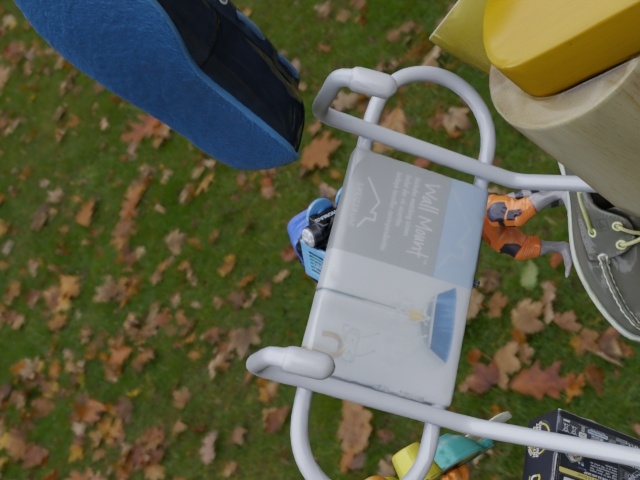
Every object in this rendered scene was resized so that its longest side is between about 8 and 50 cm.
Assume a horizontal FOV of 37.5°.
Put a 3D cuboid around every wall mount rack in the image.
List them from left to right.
[{"bbox_3d":[0.120,0.029,0.672,0.130,0.304,0.350,140,145,-71],"label":"wall mount rack"}]

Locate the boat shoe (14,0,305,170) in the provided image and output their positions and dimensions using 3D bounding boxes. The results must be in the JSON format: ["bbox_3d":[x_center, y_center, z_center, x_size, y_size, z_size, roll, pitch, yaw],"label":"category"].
[{"bbox_3d":[-0.102,-0.138,0.605,0.109,0.258,0.089,-4,62,27],"label":"boat shoe"}]

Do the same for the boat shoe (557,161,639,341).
[{"bbox_3d":[0.327,-0.037,1.028,0.109,0.091,0.305,-14,86,-2],"label":"boat shoe"}]

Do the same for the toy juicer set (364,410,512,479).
[{"bbox_3d":[0.197,0.404,1.627,0.209,0.329,0.089,-46,66,32],"label":"toy juicer set"}]

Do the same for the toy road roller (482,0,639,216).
[{"bbox_3d":[0.265,-0.183,0.554,0.329,0.202,0.240,-28,46,37],"label":"toy road roller"}]

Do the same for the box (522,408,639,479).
[{"bbox_3d":[0.507,0.487,1.531,0.097,0.395,0.318,-42,30,57],"label":"box"}]

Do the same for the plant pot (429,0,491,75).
[{"bbox_3d":[0.245,-0.207,0.750,0.212,0.187,0.212,-50,1,35],"label":"plant pot"}]

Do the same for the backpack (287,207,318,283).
[{"bbox_3d":[0.000,0.000,1.519,0.098,0.120,0.101,-35,40,2],"label":"backpack"}]

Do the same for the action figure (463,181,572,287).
[{"bbox_3d":[0.285,-0.026,1.679,0.330,0.341,0.178,10,72,19],"label":"action figure"}]

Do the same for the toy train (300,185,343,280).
[{"bbox_3d":[0.056,-0.017,1.200,0.184,0.105,0.080,-26,35,-29],"label":"toy train"}]
